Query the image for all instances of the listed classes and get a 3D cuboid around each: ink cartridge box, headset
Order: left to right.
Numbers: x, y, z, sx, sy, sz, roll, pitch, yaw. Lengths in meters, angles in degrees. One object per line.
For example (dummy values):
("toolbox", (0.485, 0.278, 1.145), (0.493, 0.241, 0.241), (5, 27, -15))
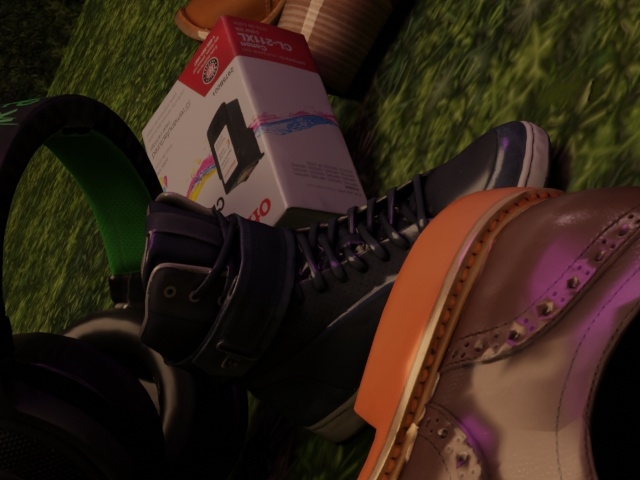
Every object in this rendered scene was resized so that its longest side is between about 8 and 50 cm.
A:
("headset", (-0.158, 0.118, 0.761), (0.243, 0.185, 0.394), (-16, -82, -72))
("ink cartridge box", (-0.047, -0.044, 0.895), (0.127, 0.072, 0.175), (-49, 45, 35))

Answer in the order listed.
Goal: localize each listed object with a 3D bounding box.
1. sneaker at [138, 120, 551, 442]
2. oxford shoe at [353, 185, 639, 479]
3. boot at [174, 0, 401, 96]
("sneaker", (0.000, 0.002, 0.686), (0.226, 0.163, 0.086), (-51, 22, 28))
("oxford shoe", (0.061, 0.145, 0.428), (0.133, 0.130, 0.363), (-5, 65, 52))
("boot", (-0.008, -0.238, 1.054), (0.220, 0.109, 0.283), (-66, 23, 1))
